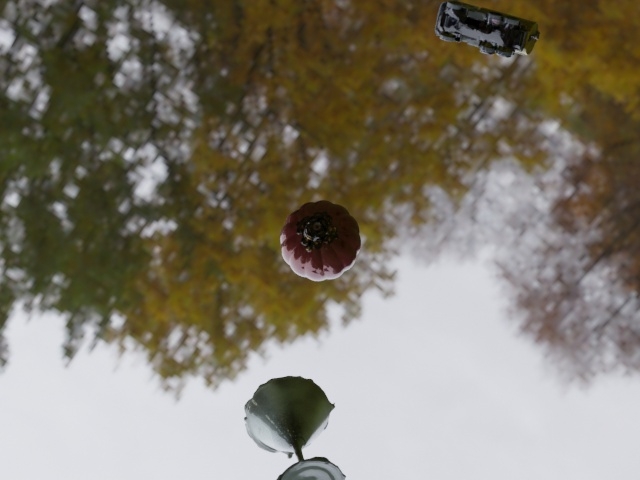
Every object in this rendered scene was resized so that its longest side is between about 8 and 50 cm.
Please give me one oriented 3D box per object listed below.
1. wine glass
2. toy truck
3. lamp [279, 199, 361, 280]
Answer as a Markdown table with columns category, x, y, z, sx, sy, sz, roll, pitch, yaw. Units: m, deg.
| category | x | y | z | sx | sy | sz | roll | pitch | yaw |
| --- | --- | --- | --- | --- | --- | --- | --- | --- | --- |
| wine glass | -0.026 | 0.260 | 1.901 | 0.122 | 0.122 | 0.183 | 25 | -164 | -22 |
| toy truck | 0.212 | -0.269 | 1.935 | 0.123 | 0.052 | 0.063 | 20 | -157 | 21 |
| lamp | 0.000 | 0.000 | 1.987 | 0.107 | 0.107 | 0.092 | 50 | 169 | 21 |
